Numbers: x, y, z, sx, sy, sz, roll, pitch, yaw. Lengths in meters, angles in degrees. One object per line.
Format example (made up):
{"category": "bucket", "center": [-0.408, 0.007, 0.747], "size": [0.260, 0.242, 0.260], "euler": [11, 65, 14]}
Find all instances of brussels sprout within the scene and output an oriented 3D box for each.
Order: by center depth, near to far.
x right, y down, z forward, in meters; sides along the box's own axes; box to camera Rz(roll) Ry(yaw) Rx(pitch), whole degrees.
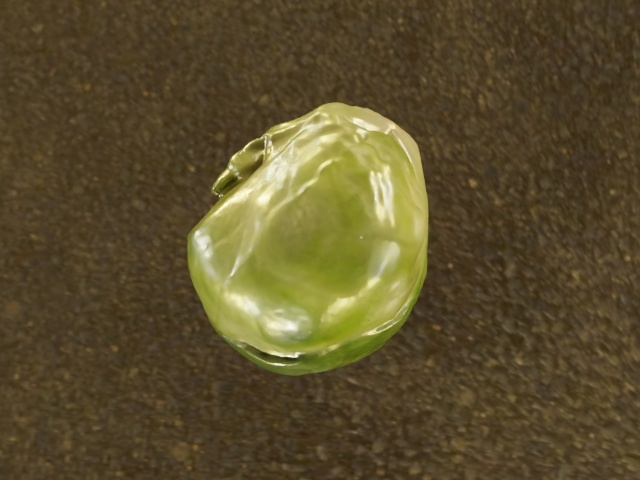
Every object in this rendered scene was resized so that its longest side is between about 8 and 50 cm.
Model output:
{"category": "brussels sprout", "center": [0.004, 0.005, 0.762], "size": [0.183, 0.131, 0.145], "euler": [-44, 45, 3]}
